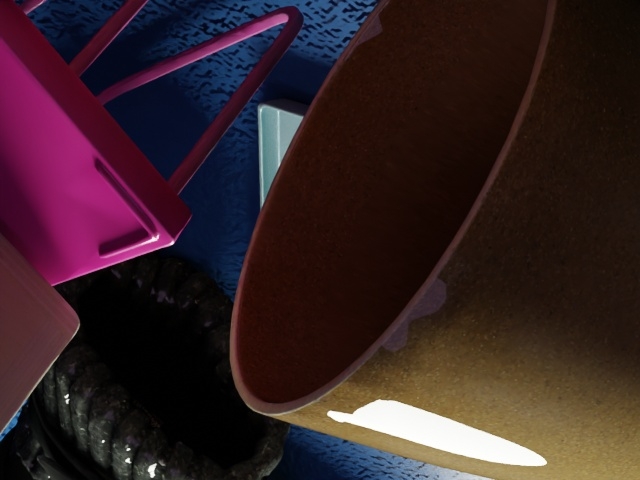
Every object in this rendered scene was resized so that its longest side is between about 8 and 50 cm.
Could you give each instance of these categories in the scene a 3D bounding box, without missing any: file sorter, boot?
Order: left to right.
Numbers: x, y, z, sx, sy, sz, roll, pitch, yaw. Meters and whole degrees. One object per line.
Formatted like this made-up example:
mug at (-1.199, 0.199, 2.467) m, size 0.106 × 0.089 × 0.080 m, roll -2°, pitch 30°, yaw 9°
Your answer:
file sorter at (-0.178, -0.139, 0.811) m, size 0.202 × 0.182 × 0.291 m, roll -18°, pitch 119°, yaw 43°
boot at (-0.051, 0.175, 1.096) m, size 0.348 × 0.131 × 0.260 m, roll 33°, pitch 140°, yaw -2°

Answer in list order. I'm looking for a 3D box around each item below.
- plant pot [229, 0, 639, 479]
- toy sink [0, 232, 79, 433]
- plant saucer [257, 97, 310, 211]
plant pot at (0.127, 0.020, 0.778) m, size 0.254 × 0.237 × 0.237 m, roll 29°, pitch 142°, yaw -19°
toy sink at (-0.253, 0.015, 0.771) m, size 0.153 × 0.131 × 0.234 m, roll -22°, pitch 116°, yaw 45°
plant saucer at (0.000, 0.000, 0.974) m, size 0.067 × 0.018 × 0.192 m, roll 18°, pitch 138°, yaw 15°
